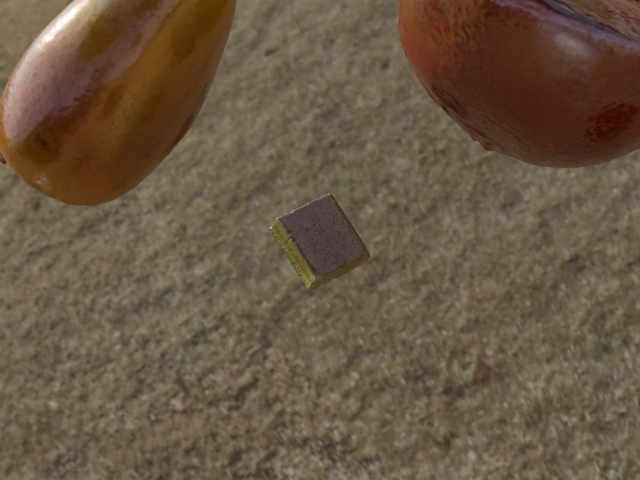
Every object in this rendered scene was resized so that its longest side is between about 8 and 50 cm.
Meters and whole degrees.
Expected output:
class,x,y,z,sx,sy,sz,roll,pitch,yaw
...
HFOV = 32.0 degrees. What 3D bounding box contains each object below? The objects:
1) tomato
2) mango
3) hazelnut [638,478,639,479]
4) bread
class,x,y,z,sx,sy,sz,roll,pitch,yaw
tomato,0.181,-0.147,0.918,0.309,0.170,0.309,17,29,-10
mango,-0.155,-0.140,0.902,0.252,0.154,0.126,-48,65,8
hazelnut,0.317,0.293,0.984,0.178,0.204,0.178,-43,34,39
bread,0.000,0.000,1.340,0.090,0.035,0.094,-24,74,-32
